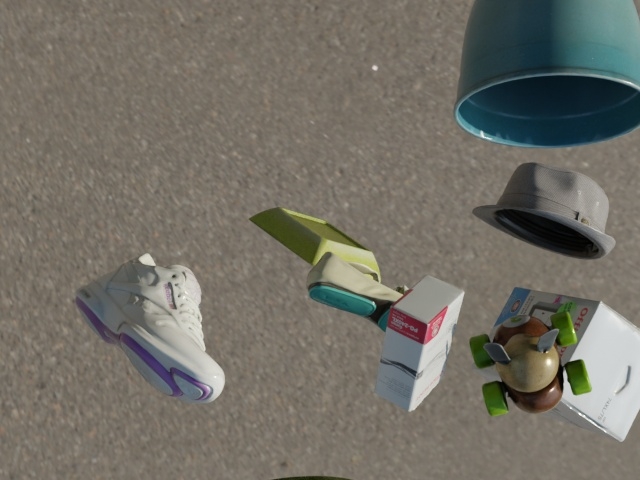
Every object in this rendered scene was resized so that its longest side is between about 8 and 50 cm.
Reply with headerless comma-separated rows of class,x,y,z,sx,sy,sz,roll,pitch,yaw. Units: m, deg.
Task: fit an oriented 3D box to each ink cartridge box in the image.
ink cartridge box,0.134,0.140,1.375,0.109,0.063,0.150,-35,142,-50
ink cartridge box,0.473,0.230,1.932,0.197,0.270,0.198,34,79,-22

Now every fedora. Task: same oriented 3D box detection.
fedora,0.437,-0.066,1.900,0.276,0.244,0.124,23,79,-14

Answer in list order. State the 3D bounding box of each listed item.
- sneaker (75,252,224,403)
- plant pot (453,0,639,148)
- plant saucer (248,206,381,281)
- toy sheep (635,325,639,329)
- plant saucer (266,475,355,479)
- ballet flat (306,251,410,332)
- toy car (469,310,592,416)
sneaker,-0.204,0.099,1.319,0.152,0.305,0.114,-38,133,-20
plant pot,0.327,-0.296,1.430,0.272,0.272,0.255,12,72,-31
plant saucer,0.000,0.000,1.753,0.188,0.188,0.045,15,105,-48
toy sheep,0.603,0.213,2.080,0.132,0.091,0.091,-32,131,31
plant saucer,-0.039,0.446,1.711,0.241,0.241,0.037,-3,90,-26
ballet flat,0.096,0.090,1.552,0.248,0.086,0.086,28,99,-15
toy car,0.292,0.160,1.438,0.155,0.148,0.188,-17,155,11
